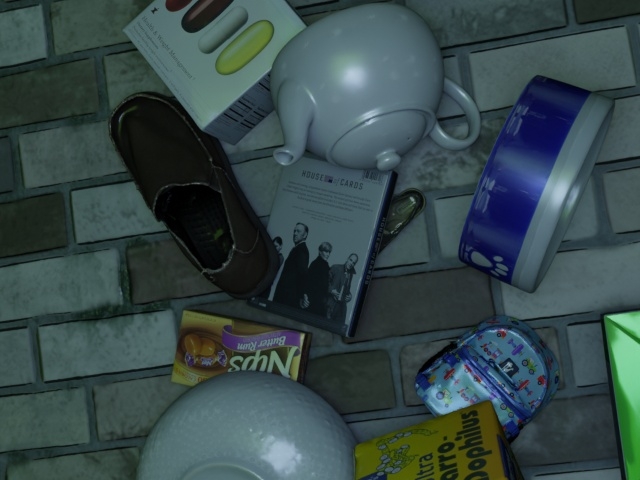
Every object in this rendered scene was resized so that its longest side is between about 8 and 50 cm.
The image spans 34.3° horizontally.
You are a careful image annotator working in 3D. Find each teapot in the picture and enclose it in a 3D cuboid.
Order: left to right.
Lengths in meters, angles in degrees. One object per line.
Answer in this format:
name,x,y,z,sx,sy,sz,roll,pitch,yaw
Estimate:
teapot,0.067,-0.179,1.379,0.256,0.252,0.187,-25,72,9

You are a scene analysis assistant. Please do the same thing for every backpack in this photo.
backpack,0.232,0.190,1.390,0.173,0.117,0.158,-39,81,4

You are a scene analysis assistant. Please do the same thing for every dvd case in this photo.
dvd case,0.000,0.000,1.467,0.179,0.030,0.238,16,90,32

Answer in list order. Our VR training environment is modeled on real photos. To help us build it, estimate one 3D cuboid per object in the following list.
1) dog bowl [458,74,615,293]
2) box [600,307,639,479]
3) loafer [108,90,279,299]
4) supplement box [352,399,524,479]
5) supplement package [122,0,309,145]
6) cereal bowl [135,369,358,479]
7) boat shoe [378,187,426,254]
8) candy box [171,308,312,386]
dog bowl,0.275,-0.072,1.319,0.104,0.265,0.264,23,92,15
box,0.429,0.211,1.286,0.127,0.231,0.261,-8,85,12
loafer,-0.190,-0.082,1.476,0.134,0.130,0.366,-42,71,7
supplement box,0.192,0.415,1.280,0.195,0.194,0.356,-22,107,10
supplement package,-0.128,-0.281,1.477,0.203,0.149,0.194,-41,80,8
cereal bowl,-0.107,0.357,1.412,0.339,0.141,0.338,2,97,15
boat shoe,0.083,-0.020,1.466,0.152,0.049,0.056,-45,80,7
candy box,-0.113,0.169,1.496,0.187,0.053,0.109,10,89,14
